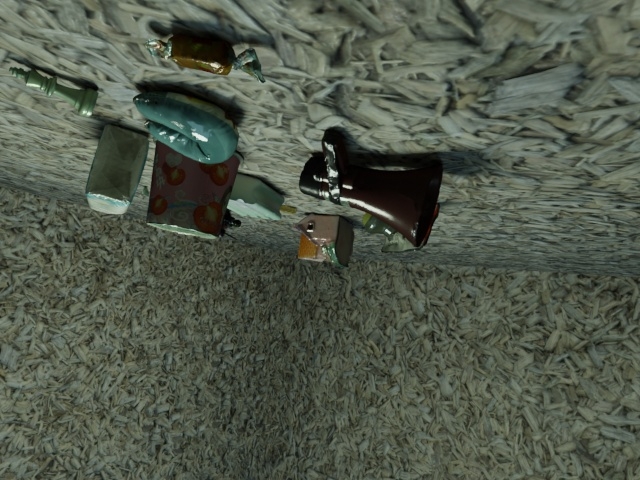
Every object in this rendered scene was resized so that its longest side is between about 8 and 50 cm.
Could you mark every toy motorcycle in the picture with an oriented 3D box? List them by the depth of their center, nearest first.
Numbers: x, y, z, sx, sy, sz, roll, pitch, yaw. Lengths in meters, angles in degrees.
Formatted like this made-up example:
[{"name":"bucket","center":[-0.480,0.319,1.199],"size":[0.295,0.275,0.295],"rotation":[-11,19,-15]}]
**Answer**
[{"name":"toy motorcycle","center":[-0.483,-0.097,2.111],"size":[0.207,0.134,0.401],"rotation":[6,171,24]}]

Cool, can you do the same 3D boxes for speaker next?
[{"name":"speaker","center":[0.098,-0.118,1.033],"size":[0.329,0.198,0.259],"rotation":[16,-172,14]}]

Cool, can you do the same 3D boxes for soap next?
[{"name":"soap","center":[-0.252,-0.150,1.526],"size":[0.172,0.095,0.289],"rotation":[8,173,18]}]

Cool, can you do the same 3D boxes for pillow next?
[{"name":"pillow","center":[-0.275,-0.233,0.940],"size":[0.214,0.086,0.233],"rotation":[15,171,-6]}]

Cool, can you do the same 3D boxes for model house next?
[{"name":"model house","center":[0.000,0.000,1.970],"size":[0.237,0.202,0.237],"rotation":[6,172,21]}]

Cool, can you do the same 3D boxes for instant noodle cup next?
[{"name":"instant noodle cup","center":[-0.348,-0.136,1.212],"size":[0.243,0.231,0.243],"rotation":[10,172,1]}]

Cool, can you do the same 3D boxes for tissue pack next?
[{"name":"tissue pack","center":[-0.557,-0.181,1.236],"size":[0.124,0.201,0.271],"rotation":[20,169,-24]}]

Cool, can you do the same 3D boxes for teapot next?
[{"name":"teapot","center":[0.209,-0.073,1.446],"size":[0.119,0.130,0.165],"rotation":[36,-151,6]}]

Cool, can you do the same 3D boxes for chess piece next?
[{"name":"chess piece","center":[-0.516,-0.297,0.875],"size":[0.149,0.059,0.059],"rotation":[22,167,-33]}]

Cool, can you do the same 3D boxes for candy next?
[{"name":"candy","center":[-0.165,-0.269,0.653],"size":[0.182,0.046,0.053],"rotation":[14,176,2]}]

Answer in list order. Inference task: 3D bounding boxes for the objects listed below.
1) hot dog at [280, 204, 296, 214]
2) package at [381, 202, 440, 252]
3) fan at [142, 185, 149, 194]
[{"name":"hot dog","center":[-0.143,-0.126,1.842],"size":[0.090,0.030,0.034],"rotation":[11,174,-15]},{"name":"package","center":[0.287,-0.033,1.451],"size":[0.040,0.166,0.232],"rotation":[31,161,-23]},{"name":"fan","center":[-0.767,-0.210,1.983],"size":[0.016,0.038,0.193],"rotation":[24,171,-16]}]
